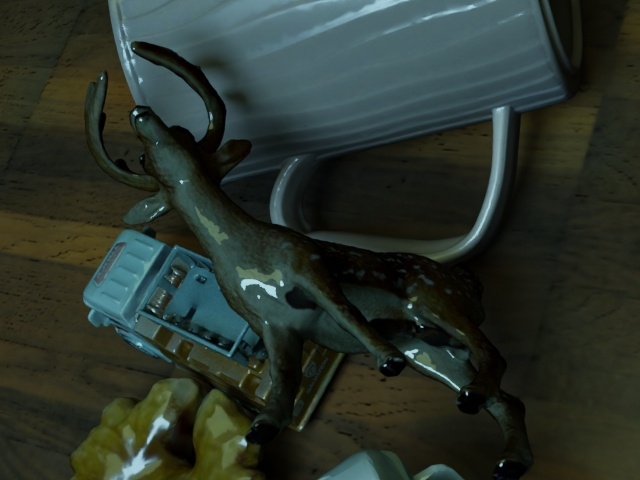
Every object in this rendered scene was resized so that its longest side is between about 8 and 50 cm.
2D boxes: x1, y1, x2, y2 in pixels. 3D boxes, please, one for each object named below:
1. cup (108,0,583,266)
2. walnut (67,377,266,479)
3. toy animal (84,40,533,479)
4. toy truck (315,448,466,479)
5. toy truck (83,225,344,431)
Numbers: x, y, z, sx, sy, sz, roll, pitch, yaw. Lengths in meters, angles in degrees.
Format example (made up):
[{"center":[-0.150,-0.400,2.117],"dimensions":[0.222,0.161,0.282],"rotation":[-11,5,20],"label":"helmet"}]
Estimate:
[{"center":[0.018,-0.138,0.703],"dimensions":[0.273,0.208,0.288],"rotation":[-9,59,21],"label":"cup"},{"center":[-0.097,0.172,0.676],"dimensions":[0.142,0.069,0.170],"rotation":[13,74,34],"label":"walnut"},{"center":[-0.012,0.015,0.578],"dimensions":[0.087,0.243,0.260],"rotation":[-52,31,16],"label":"toy animal"},{"center":[0.048,0.249,0.413],"dimensions":[0.173,0.207,0.387],"rotation":[-36,29,5],"label":"toy truck"},{"center":[-0.081,0.046,0.709],"dimensions":[0.177,0.115,0.080],"rotation":[20,74,35],"label":"toy truck"}]
